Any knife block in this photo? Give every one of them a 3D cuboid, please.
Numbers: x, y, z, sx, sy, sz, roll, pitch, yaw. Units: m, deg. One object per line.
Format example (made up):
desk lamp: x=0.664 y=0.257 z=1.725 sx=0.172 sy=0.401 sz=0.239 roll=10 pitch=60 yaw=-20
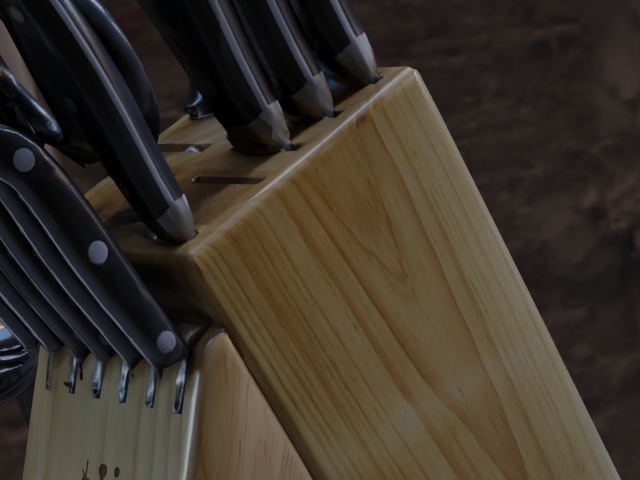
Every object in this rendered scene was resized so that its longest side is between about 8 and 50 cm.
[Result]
knife block: x=0.000 y=0.000 z=0.499 sx=0.276 sy=0.242 sz=0.088 roll=11 pitch=-4 yaw=-39

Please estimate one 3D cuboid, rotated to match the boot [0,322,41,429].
boot: x=-0.119 y=0.046 z=0.689 sx=0.045 sy=0.099 sz=0.121 roll=-1 pitch=42 yaw=5
